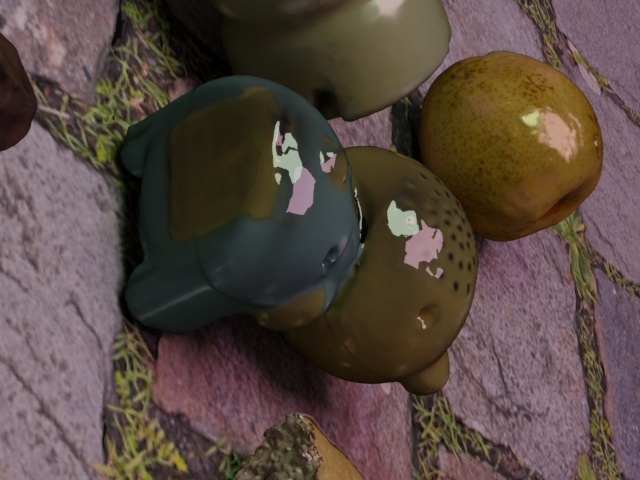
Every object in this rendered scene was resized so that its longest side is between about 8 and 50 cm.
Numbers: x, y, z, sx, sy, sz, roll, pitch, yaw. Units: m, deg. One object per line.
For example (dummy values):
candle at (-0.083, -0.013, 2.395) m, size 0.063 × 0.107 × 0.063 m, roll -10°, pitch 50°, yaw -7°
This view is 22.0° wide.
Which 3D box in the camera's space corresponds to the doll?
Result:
doll at (0.000, 0.000, 1.143) m, size 0.261 × 0.161 × 0.177 m, roll 29°, pitch 44°, yaw -45°

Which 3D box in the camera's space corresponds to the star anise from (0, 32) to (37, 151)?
star anise at (-0.269, -0.139, 0.849) m, size 0.315 × 0.108 × 0.315 m, roll 49°, pitch 26°, yaw -35°

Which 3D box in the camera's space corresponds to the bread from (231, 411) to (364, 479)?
bread at (-0.011, 0.191, 1.072) m, size 0.106 × 0.082 × 0.125 m, roll 57°, pitch 18°, yaw -38°

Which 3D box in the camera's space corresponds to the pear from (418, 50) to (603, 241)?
pear at (0.169, -0.089, 1.506) m, size 0.178 × 0.178 × 0.178 m, roll 38°, pitch 39°, yaw -40°

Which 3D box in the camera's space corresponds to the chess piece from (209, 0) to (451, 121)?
chess piece at (-0.048, -0.302, 1.161) m, size 0.234 × 0.234 × 0.442 m, roll -68°, pitch 143°, yaw -52°
